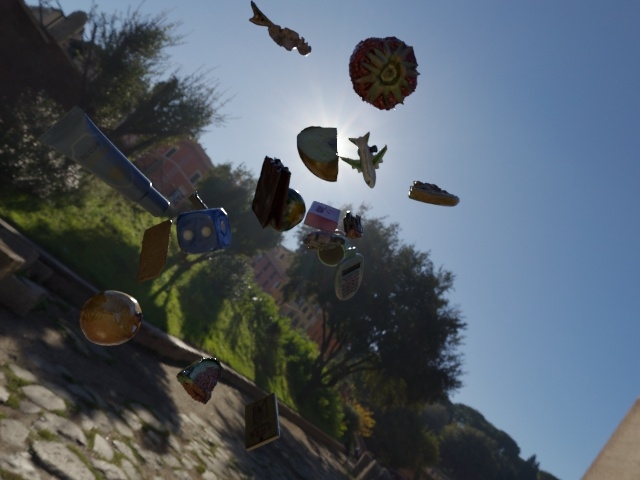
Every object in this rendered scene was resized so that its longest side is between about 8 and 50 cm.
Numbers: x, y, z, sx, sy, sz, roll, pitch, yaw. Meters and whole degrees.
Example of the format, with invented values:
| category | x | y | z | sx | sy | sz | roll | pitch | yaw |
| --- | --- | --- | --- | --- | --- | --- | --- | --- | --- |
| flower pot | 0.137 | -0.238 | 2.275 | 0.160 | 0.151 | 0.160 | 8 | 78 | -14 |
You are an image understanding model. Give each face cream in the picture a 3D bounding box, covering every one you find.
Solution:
| category | x | y | z | sx | sy | sz | roll | pitch | yaw |
| --- | --- | --- | --- | --- | --- | --- | --- | --- | --- |
| face cream | -0.617 | -0.211 | 1.241 | 0.086 | 0.135 | 0.385 | 41 | -6 | 48 |

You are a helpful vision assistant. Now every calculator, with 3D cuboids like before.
| category | x | y | z | sx | sy | sz | roll | pitch | yaw |
| --- | --- | --- | --- | --- | --- | --- | --- | --- | --- |
| calculator | 0.140 | 0.163 | 2.028 | 0.041 | 0.185 | 0.299 | 29 | -50 | 40 |

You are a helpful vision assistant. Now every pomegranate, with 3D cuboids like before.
| category | x | y | z | sx | sy | sz | roll | pitch | yaw |
| --- | --- | --- | --- | --- | --- | --- | --- | --- | --- |
| pomegranate | -0.946 | 0.348 | 1.885 | 0.264 | 0.264 | 0.264 | 36 | -18 | 14 |

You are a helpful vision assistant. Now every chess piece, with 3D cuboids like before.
| category | x | y | z | sx | sy | sz | roll | pitch | yaw |
| --- | --- | --- | --- | --- | --- | --- | --- | --- | --- |
| chess piece | 0.086 | 0.027 | 2.375 | 0.176 | 0.176 | 0.298 | 40 | 20 | -1 |

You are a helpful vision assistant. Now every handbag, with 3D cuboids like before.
| category | x | y | z | sx | sy | sz | roll | pitch | yaw |
| --- | --- | --- | --- | --- | --- | --- | --- | --- | --- |
| handbag | -0.211 | -0.206 | 1.769 | 0.084 | 0.275 | 0.260 | 6 | 25 | -23 |

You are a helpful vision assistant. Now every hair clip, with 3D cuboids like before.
| category | x | y | z | sx | sy | sz | roll | pitch | yaw |
| --- | --- | --- | --- | --- | --- | --- | --- | --- | --- |
| hair clip | -0.170 | -0.811 | 1.596 | 0.300 | 0.069 | 0.173 | 41 | 11 | 11 |

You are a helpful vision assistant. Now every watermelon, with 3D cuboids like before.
| category | x | y | z | sx | sy | sz | roll | pitch | yaw |
| --- | --- | --- | --- | --- | --- | --- | --- | --- | --- |
| watermelon | -0.211 | -0.178 | 2.362 | 0.269 | 0.269 | 0.269 | 36 | -18 | 14 |

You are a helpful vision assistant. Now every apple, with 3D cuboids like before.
| category | x | y | z | sx | sy | sz | roll | pitch | yaw |
| --- | --- | --- | --- | --- | --- | --- | --- | --- | --- |
| apple | 0.007 | -0.412 | 1.927 | 0.179 | 0.346 | 0.254 | -23 | -50 | 21 |

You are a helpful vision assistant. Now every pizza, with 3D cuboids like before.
| category | x | y | z | sx | sy | sz | roll | pitch | yaw |
| --- | --- | --- | --- | --- | --- | --- | --- | --- | --- |
| pizza | 0.563 | -0.216 | 2.018 | 0.268 | 0.087 | 0.258 | 19 | 20 | 6 |

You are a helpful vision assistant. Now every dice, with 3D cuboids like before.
| category | x | y | z | sx | sy | sz | roll | pitch | yaw |
| --- | --- | --- | --- | --- | --- | --- | --- | --- | --- |
| dice | -0.387 | -0.030 | 1.374 | 0.146 | 0.146 | 0.143 | -62 | 145 | -83 |

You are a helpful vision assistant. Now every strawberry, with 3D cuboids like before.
| category | x | y | z | sx | sy | sz | roll | pitch | yaw |
| --- | --- | --- | --- | --- | --- | --- | --- | --- | --- |
| strawberry | 0.237 | -0.664 | 1.661 | 0.292 | 0.292 | 0.343 | 45 | 8 | -16 |

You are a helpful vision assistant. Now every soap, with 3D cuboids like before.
| category | x | y | z | sx | sy | sz | roll | pitch | yaw |
| --- | --- | --- | --- | --- | --- | --- | --- | --- | --- |
| soap | 0.014 | -0.132 | 2.305 | 0.181 | 0.081 | 0.259 | 21 | 20 | 0 |

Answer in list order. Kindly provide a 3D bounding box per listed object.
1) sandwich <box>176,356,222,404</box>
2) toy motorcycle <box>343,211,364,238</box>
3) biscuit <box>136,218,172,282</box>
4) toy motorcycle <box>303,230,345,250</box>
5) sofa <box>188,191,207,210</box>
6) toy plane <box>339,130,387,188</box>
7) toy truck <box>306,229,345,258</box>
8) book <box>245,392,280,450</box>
| category | x | y | z | sx | sy | sz | roll | pitch | yaw |
| --- | --- | --- | --- | --- | --- | --- | --- | --- | --- |
| sandwich | -0.607 | 0.703 | 2.102 | 0.292 | 0.109 | 0.212 | -51 | 119 | -73 |
| toy motorcycle | 0.152 | -0.053 | 1.845 | 0.084 | 0.118 | 0.212 | -13 | -14 | 15 |
| biscuit | -0.663 | 0.043 | 1.644 | 0.237 | 0.232 | 0.013 | -15 | -23 | 41 |
| toy motorcycle | 0.000 | 0.000 | 1.900 | 0.152 | 0.073 | 0.225 | 21 | -19 | -34 |
| sofa | -0.748 | -0.234 | 2.588 | 0.147 | 0.060 | 0.085 | 54 | 19 | -12 |
| toy plane | 0.215 | -0.366 | 1.904 | 0.251 | 0.101 | 0.255 | -6 | -71 | 39 |
| toy truck | 0.055 | 0.007 | 2.760 | 0.189 | 0.239 | 0.265 | 62 | 2 | 10 |
| book | -0.265 | 0.808 | 1.856 | 0.231 | 0.161 | 0.026 | -110 | 174 | -60 |
